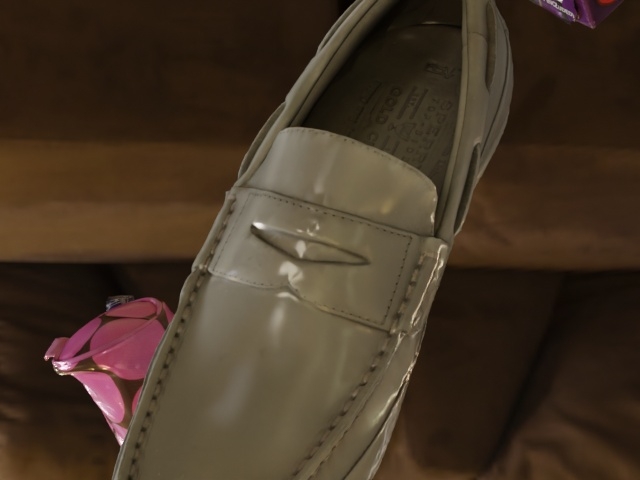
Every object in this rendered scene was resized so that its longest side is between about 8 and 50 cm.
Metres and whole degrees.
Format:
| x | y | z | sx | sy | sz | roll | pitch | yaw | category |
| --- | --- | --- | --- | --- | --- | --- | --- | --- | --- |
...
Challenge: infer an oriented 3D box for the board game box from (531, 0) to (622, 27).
| x | y | z | sx | sy | sz | roll | pitch | yaw | category |
| --- | --- | --- | --- | --- | --- | --- | --- | --- | --- |
| -0.034 | -0.219 | 0.507 | 0.056 | 0.347 | 0.208 | -41 | 137 | -13 | board game box |

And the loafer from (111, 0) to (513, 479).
| x | y | z | sx | sy | sz | roll | pitch | yaw | category |
| --- | --- | --- | --- | --- | --- | --- | --- | --- | --- |
| 0.000 | 0.000 | 0.574 | 0.112 | 0.319 | 0.111 | 14 | 144 | 15 | loafer |

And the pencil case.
| x | y | z | sx | sy | sz | roll | pitch | yaw | category |
| --- | --- | --- | --- | --- | --- | --- | --- | --- | --- |
| -0.100 | 0.141 | 0.939 | 0.098 | 0.209 | 0.095 | -21 | -163 | 23 | pencil case |
